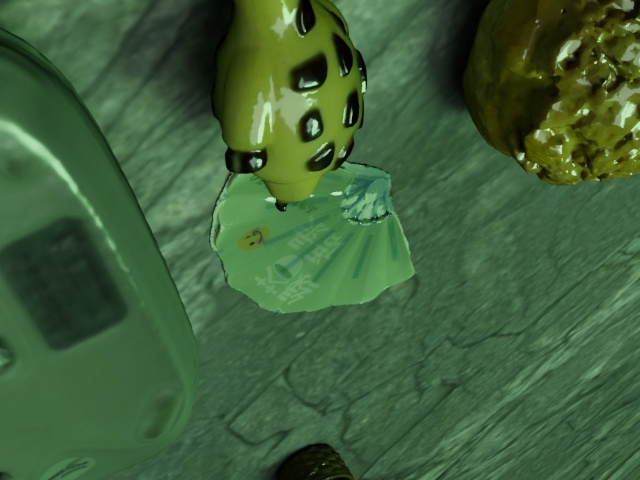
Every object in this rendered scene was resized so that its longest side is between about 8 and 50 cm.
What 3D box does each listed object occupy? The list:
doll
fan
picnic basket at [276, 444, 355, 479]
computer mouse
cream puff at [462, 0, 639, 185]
[{"bbox_3d":[-0.024,-0.130,0.541,0.291,0.086,0.117,80,28,-50],"label":"doll"},{"bbox_3d":[0.000,0.000,0.779,0.131,0.009,0.240,-40,146,10],"label":"fan"},{"bbox_3d":[0.005,0.225,0.979,0.072,0.083,0.072,-24,144,-19],"label":"picnic basket"},{"bbox_3d":[-0.178,0.035,0.597,0.197,0.095,0.331,-27,136,-15],"label":"computer mouse"},{"bbox_3d":[0.183,-0.111,0.699,0.189,0.129,0.189,-25,147,-18],"label":"cream puff"}]
